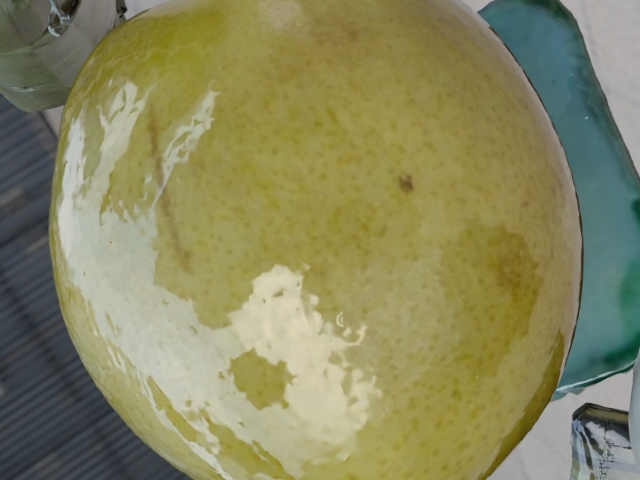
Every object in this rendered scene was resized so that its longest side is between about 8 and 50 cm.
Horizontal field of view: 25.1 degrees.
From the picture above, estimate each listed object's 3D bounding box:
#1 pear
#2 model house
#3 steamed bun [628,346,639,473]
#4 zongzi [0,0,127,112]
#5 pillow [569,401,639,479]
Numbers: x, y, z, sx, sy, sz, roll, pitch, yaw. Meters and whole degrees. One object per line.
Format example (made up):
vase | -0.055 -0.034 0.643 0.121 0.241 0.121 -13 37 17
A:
pear | 0.000 0.000 0.797 0.314 0.314 0.314 52 166 19
model house | 0.133 -0.007 1.080 0.249 0.230 0.280 23 -133 -72
steamed bun | 0.251 0.072 0.598 0.232 0.232 0.145 78 169 -58
zongzi | -0.305 -0.324 1.274 0.447 0.181 0.418 71 -176 -84
pillow | 0.259 0.207 0.931 0.052 0.208 0.212 -66 -21 -63
